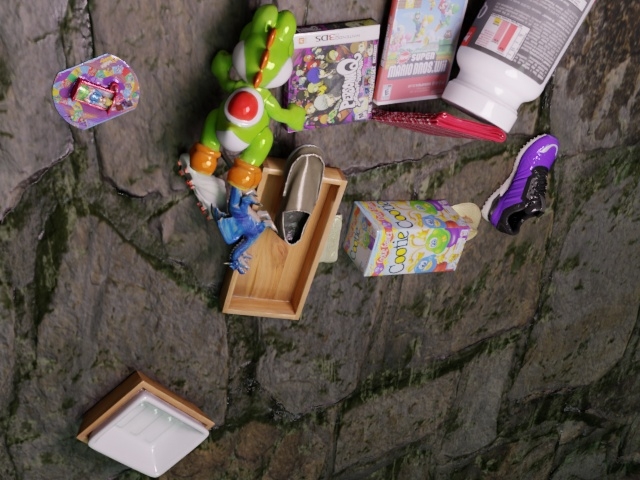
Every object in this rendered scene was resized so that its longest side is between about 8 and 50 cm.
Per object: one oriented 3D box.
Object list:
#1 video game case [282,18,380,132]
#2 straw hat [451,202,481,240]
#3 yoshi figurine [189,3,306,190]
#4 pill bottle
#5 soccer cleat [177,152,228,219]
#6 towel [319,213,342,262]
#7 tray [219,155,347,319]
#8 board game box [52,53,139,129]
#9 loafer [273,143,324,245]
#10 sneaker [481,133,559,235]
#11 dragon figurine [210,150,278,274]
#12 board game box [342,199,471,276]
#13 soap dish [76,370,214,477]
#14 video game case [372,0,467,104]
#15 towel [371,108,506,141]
[{"bbox_3d":[0.021,-0.360,1.720,0.210,0.042,0.232,-11,128,-20],"label":"video game case"},{"bbox_3d":[0.391,-0.031,2.143,0.145,0.061,0.144,-13,128,-18],"label":"straw hat"},{"bbox_3d":[-0.136,-0.300,1.589,0.204,0.203,0.362,3,118,-44],"label":"yoshi figurine"},{"bbox_3d":[0.429,-0.435,1.721,0.210,0.210,0.362,22,101,-37],"label":"pill bottle"},{"bbox_3d":[-0.256,-0.129,1.744,0.076,0.068,0.196,-35,137,-13],"label":"soccer cleat"},{"bbox_3d":[0.000,0.000,1.991,0.110,0.027,0.148,-8,127,-20],"label":"towel"},{"bbox_3d":[-0.099,0.002,1.896,0.203,0.076,0.410,7,122,-21],"label":"tray"},{"bbox_3d":[-0.440,-0.287,1.548,0.169,0.033,0.133,-25,132,-9],"label":"board game box"},{"bbox_3d":[-0.040,-0.095,1.747,0.094,0.087,0.251,3,122,-18],"label":"loafer"},{"bbox_3d":[0.565,-0.136,2.094,0.102,0.146,0.293,14,117,-34],"label":"sneaker"},{"bbox_3d":[-0.191,-0.048,1.736,0.144,0.085,0.289,-29,129,0],"label":"dragon figurine"},{"bbox_3d":[0.219,-0.009,2.017,0.275,0.142,0.144,-3,125,-25],"label":"board game box"},{"bbox_3d":[-0.457,0.481,2.060,0.229,0.118,0.291,-40,132,6],"label":"soap dish"},{"bbox_3d":[0.226,-0.445,1.746,0.204,0.025,0.285,-13,128,-31],"label":"video game case"},{"bbox_3d":[0.262,-0.262,1.776,0.199,0.275,0.031,10,95,-31],"label":"towel"}]
